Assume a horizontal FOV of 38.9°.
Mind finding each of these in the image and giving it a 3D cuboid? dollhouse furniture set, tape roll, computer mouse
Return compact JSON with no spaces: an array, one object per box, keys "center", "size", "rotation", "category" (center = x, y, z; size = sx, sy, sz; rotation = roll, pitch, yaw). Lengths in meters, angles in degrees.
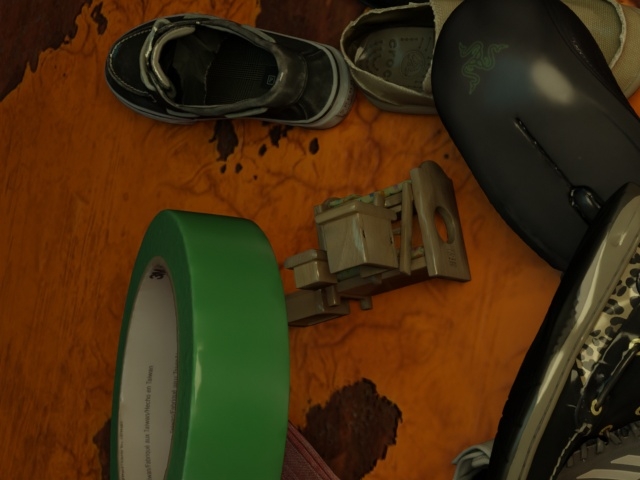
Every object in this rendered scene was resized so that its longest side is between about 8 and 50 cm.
[{"center":[0.000,0.000,0.752],"size":[0.182,0.161,0.101],"rotation":[-19,72,34],"category":"dollhouse furniture set"},{"center":[-0.117,0.135,0.787],"size":[0.321,0.077,0.321],"rotation":[-174,90,-67],"category":"tape roll"},{"center":[0.174,-0.061,0.622],"size":[0.188,0.072,0.272],"rotation":[-43,82,30],"category":"computer mouse"}]

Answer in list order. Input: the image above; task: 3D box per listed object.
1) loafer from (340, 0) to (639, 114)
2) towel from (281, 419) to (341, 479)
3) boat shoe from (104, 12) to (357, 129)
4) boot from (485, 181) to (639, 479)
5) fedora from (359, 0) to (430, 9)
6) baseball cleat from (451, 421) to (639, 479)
[{"center":[0.124,-0.144,0.718],"size":[0.269,0.092,0.101],"rotation":[2,84,39],"category":"loafer"},{"center":[-0.052,0.349,0.812],"size":[0.237,0.037,0.329],"rotation":[42,110,39],"category":"towel"},{"center":[-0.121,-0.180,0.901],"size":[0.335,0.119,0.121],"rotation":[10,90,39],"category":"boat shoe"},{"center":[0.216,0.102,0.555],"size":[0.179,0.085,0.236],"rotation":[25,87,5],"category":"boot"},{"center":[0.094,-0.346,0.735],"size":[0.334,0.153,0.333],"rotation":[-7,79,37],"category":"fedora"},{"center":[0.174,0.147,0.625],"size":[0.206,0.109,0.072],"rotation":[-43,55,24],"category":"baseball cleat"}]
